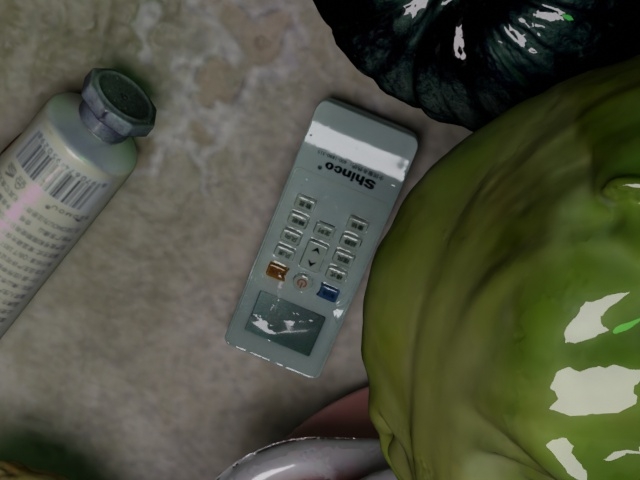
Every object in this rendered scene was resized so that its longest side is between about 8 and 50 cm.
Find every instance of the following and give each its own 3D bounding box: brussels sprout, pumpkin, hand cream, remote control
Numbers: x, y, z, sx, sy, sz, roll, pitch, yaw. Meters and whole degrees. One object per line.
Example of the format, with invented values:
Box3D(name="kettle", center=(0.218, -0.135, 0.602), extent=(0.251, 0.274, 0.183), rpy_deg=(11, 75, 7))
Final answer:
Box3D(name="brussels sprout", center=(0.166, 0.060, 0.804), extent=(0.328, 0.247, 0.328), rpy_deg=(2, 118, 5))
Box3D(name="pumpkin", center=(0.084, -0.149, 0.873), extent=(0.202, 0.140, 0.202), rpy_deg=(11, 118, 21))
Box3D(name="hand cream", center=(-0.189, 0.009, 1.035), extent=(0.095, 0.059, 0.276), rpy_deg=(40, 118, -10))
Box3D(name="remote control", center=(0.000, 0.000, 1.011), extent=(0.061, 0.029, 0.162), rpy_deg=(24, 120, 1))

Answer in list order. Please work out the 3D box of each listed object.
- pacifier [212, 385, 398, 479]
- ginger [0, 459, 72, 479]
Box3D(name="pacifier", center=(0.059, 0.232, 0.987), extent=(0.273, 0.332, 0.220), rpy_deg=(31, 147, -35))
Box3D(name="ginger", center=(-0.134, 0.285, 1.101), extent=(0.190, 0.126, 0.354), rpy_deg=(0, 118, 30))
